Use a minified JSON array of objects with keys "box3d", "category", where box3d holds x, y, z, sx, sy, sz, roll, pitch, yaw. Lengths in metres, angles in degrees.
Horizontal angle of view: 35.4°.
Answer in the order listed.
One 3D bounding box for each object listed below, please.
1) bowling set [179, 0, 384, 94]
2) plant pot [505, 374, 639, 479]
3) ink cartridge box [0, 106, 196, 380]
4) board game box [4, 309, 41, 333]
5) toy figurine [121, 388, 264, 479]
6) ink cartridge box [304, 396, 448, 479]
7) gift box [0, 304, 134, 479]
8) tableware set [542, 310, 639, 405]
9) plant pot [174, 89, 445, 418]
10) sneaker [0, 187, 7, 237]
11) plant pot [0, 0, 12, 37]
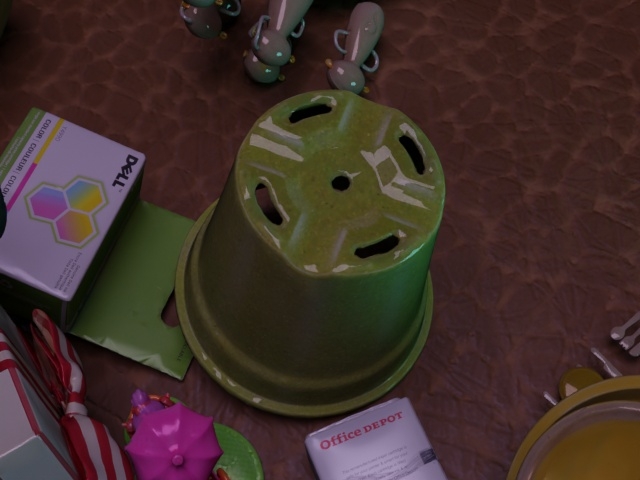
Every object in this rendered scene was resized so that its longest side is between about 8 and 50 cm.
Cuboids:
[{"box3d":[-0.081,-0.257,1.202,0.287,0.200,0.154,32,64,-27],"category":"bowling set"},{"box3d":[0.257,0.224,0.794,0.254,0.239,0.254,-7,71,20],"category":"plant pot"},{"box3d":[-0.221,0.003,1.040,0.255,0.097,0.188,23,60,-2],"category":"ink cartridge box"},{"box3d":[-0.357,0.022,1.101,0.170,0.048,0.141,8,62,8],"category":"board game box"},{"box3d":[-0.136,0.187,0.928,0.130,0.159,0.173,-33,63,-15],"category":"toy figurine"},{"box3d":[0.062,0.239,0.941,0.109,0.063,0.150,-21,60,-8],"category":"ink cartridge box"},{"box3d":[-0.306,0.209,0.881,0.258,0.276,0.255,-31,50,-10],"category":"gift box"},{"box3d":[0.305,0.149,1.004,0.154,0.024,0.104,-37,68,-18],"category":"tableware set"},{"box3d":[0.000,0.000,0.945,0.276,0.254,0.276,3,65,-7],"category":"plant pot"},{"box3d":[-0.423,0.030,0.810,0.169,0.447,0.257,48,55,-7],"category":"sneaker"},{"box3d":[-0.497,-0.291,1.173,0.203,0.291,0.291,24,63,-1],"category":"plant pot"}]
